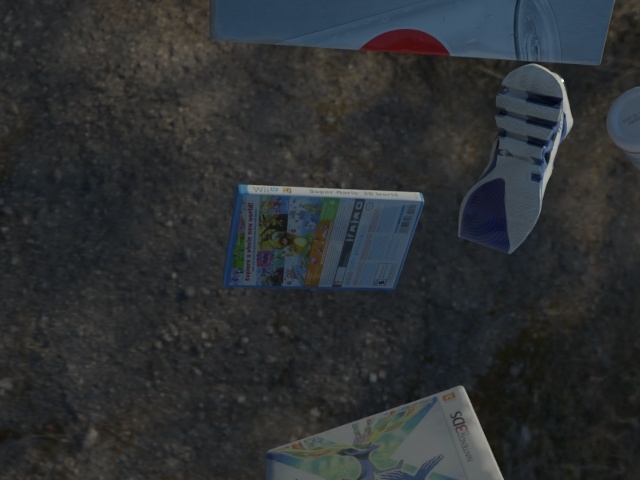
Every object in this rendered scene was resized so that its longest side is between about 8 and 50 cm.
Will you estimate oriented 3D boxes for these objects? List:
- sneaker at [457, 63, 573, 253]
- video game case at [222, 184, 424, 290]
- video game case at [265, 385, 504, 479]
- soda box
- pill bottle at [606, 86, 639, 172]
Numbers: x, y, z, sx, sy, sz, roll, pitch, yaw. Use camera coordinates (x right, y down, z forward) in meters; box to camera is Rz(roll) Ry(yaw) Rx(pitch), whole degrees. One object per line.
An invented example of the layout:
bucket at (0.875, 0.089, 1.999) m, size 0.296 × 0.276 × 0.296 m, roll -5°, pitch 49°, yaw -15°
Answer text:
sneaker at (0.340, -0.141, 1.604) m, size 0.182 × 0.127 × 0.315 m, roll -31°, pitch 139°, yaw -57°
video game case at (0.000, 0.000, 0.893) m, size 0.166 × 0.119 × 0.015 m, roll 2°, pitch 45°, yaw -13°
video game case at (0.078, 0.331, 1.394) m, size 0.329 × 0.300 × 0.036 m, roll -20°, pitch 106°, yaw 3°
soda box at (0.064, -0.192, 0.710) m, size 0.286 × 0.091 × 0.098 m, roll 3°, pitch 118°, yaw -7°
pill bottle at (0.428, -0.127, 1.245) m, size 0.160 × 0.087 × 0.087 m, roll 27°, pitch 70°, yaw -52°
